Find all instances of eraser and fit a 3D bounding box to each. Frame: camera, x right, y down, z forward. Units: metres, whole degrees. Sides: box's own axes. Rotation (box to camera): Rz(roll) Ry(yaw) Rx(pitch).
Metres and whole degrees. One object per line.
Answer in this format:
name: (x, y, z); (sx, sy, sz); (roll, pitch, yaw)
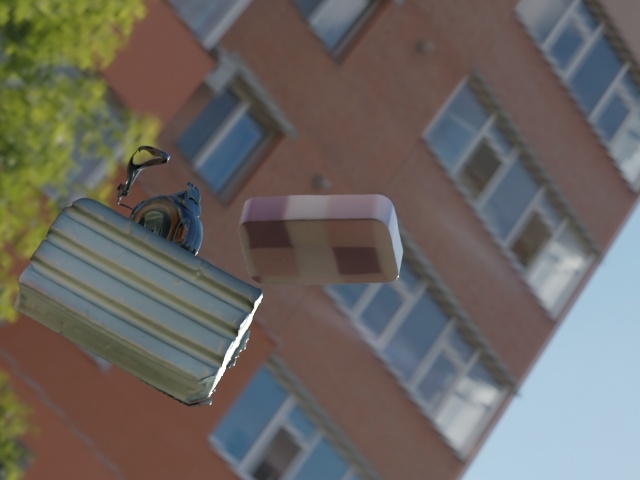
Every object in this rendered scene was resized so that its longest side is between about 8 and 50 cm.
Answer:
eraser: (0.000, 0.000, 1.176); (0.105, 0.026, 0.065); (0, -43, 13)

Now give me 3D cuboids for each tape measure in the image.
tape measure: (-0.209, -0.035, 2.091); (0.104, 0.107, 0.180); (-7, -27, 12)

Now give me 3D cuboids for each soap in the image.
soap: (-0.208, 0.072, 2.016); (0.261, 0.150, 0.094); (30, -30, 0)
